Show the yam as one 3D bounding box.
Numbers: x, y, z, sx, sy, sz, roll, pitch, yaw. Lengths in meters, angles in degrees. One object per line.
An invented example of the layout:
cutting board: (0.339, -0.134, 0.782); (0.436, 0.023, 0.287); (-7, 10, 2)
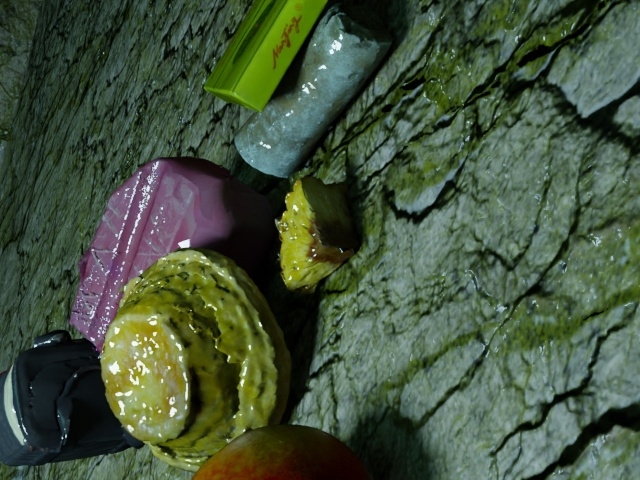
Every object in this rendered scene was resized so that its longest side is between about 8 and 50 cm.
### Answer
yam: (-0.009, -0.179, 1.378); (0.259, 0.093, 0.093); (-49, 36, 42)

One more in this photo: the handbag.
handbag: (-0.337, 0.220, 1.639); (0.181, 0.254, 0.181); (-34, 63, 52)

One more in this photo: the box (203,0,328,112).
box: (-0.069, -0.258, 1.464); (0.187, 0.047, 0.335); (-59, 14, 1)

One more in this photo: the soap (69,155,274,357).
soap: (-0.201, 0.030, 1.530); (0.220, 0.127, 0.325); (39, 118, 27)

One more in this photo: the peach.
peach: (-0.030, 0.265, 1.087); (0.197, 0.197, 0.197); (-39, 43, 50)

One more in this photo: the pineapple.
pineapple: (0.000, 0.000, 1.307); (0.116, 0.069, 0.137); (27, 110, 58)

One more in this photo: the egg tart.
egg tart: (-0.167, 0.150, 1.363); (0.294, 0.123, 0.294); (8, 103, 37)
